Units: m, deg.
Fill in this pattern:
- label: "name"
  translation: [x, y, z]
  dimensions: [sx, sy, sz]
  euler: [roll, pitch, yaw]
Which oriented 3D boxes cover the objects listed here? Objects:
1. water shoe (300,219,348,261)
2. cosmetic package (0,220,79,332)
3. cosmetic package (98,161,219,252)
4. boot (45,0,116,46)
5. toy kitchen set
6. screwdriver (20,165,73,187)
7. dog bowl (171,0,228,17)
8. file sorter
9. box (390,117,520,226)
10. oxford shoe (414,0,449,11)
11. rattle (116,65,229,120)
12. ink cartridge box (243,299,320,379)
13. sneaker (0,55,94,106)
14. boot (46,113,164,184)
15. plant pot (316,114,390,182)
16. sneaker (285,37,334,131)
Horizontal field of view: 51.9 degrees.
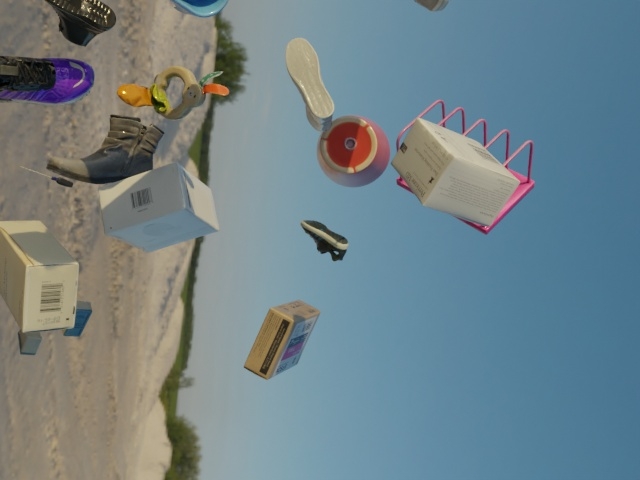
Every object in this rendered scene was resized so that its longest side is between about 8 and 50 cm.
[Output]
- label: "water shoe"
  translation: [0.000, 0.000, 2.033]
  dimensions: [0.203, 0.073, 0.080]
  euler: [33, -65, 44]
- label: "cosmetic package"
  translation: [-0.656, 0.073, 1.500]
  dimensions: [0.309, 0.113, 0.160]
  euler: [27, -68, 48]
- label: "cosmetic package"
  translation: [-0.420, -0.081, 1.735]
  dimensions: [0.224, 0.224, 0.138]
  euler: [48, 27, -70]
- label: "boot"
  translation: [-0.562, -0.493, 1.416]
  dimensions: [0.137, 0.198, 0.076]
  euler: [-15, -128, 46]
- label: "toy kitchen set"
  translation: [-0.785, 0.273, 1.940]
  dimensions: [0.122, 0.207, 0.166]
  euler: [-56, -135, 28]
- label: "screwdriver"
  translation: [-0.858, -0.199, 2.065]
  dimensions: [0.024, 0.170, 0.025]
  euler: [-42, -128, 26]
- label: "dog bowl"
  translation: [-0.331, -0.639, 1.557]
  dimensions: [0.074, 0.297, 0.166]
  euler: [44, -77, 38]
- label: "file sorter"
  translation: [0.357, -0.198, 1.644]
  dimensions: [0.291, 0.202, 0.182]
  euler: [34, -24, 33]
- label: "box"
  translation: [0.272, -0.139, 1.349]
  dimensions: [0.119, 0.182, 0.181]
  euler: [-61, -149, 24]
- label: "oxford shoe"
  translation: [0.315, -0.844, 1.749]
  dimensions: [0.169, 0.130, 0.449]
  euler: [-151, -107, -77]
- label: "rattle"
  translation: [-0.328, -0.347, 1.478]
  dimensions: [0.143, 0.200, 0.130]
  euler: [30, 70, -55]
- label: "ink cartridge box"
  translation: [-0.106, 0.283, 1.916]
  dimensions: [0.193, 0.088, 0.235]
  euler: [-67, 163, 9]
- label: "sneaker"
  translation: [-0.665, -0.364, 1.473]
  dimensions: [0.146, 0.294, 0.102]
  euler: [157, -72, -87]
- label: "boot"
  translation: [-0.650, -0.280, 1.995]
  dimensions: [0.118, 0.338, 0.222]
  euler: [17, -82, 43]
- label: "plant pot"
  translation: [0.108, -0.325, 2.317]
  dimensions: [0.243, 0.275, 0.274]
  euler: [-16, 113, -83]
- label: "sneaker"
  translation: [-0.038, -0.491, 2.124]
  dimensions: [0.169, 0.108, 0.292]
  euler: [92, -20, -77]
